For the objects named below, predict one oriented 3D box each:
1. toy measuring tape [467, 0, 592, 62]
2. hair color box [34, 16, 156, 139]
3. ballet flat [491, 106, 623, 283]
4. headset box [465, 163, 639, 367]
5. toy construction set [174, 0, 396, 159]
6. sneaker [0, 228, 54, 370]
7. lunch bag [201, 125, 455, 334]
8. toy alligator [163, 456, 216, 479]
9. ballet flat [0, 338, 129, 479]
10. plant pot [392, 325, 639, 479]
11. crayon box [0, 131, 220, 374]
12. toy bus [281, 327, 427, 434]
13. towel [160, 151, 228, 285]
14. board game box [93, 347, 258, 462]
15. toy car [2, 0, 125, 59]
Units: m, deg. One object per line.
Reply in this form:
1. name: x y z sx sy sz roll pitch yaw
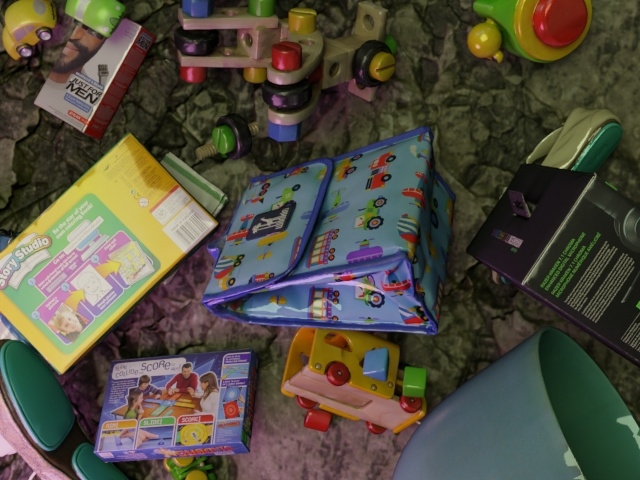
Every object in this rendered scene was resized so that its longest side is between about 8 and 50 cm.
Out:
1. toy measuring tape: 0.320 -0.310 1.241 0.330 0.121 0.121 -35 77 -9
2. hair color box: -0.314 -0.238 1.406 0.093 0.053 0.167 30 91 16
3. ballet flat: 0.272 -0.061 1.238 0.086 0.086 0.248 38 93 14
4. headset box: 0.311 0.039 1.081 0.283 0.246 0.131 33 93 -7
5. toy construction set: -0.040 -0.277 1.269 0.257 0.237 0.309 6 114 55
6. sneaker: -0.453 0.033 1.392 0.330 0.130 0.147 36 87 6
7. lunch bag: 0.000 0.000 1.231 0.293 0.138 0.221 -7 44 22
8. toy alligator: -0.155 0.321 1.320 0.051 0.056 0.190 -24 77 -30
9. ballet flat: -0.355 0.274 1.308 0.106 0.107 0.316 -28 100 24
10. plant pot: 0.222 0.277 1.116 0.235 0.293 0.293 -33 78 23
11. crayon box: -0.284 0.017 1.295 0.278 0.081 0.165 -44 91 -6
12. toy bus: 0.056 0.164 1.247 0.191 0.202 0.104 -3 54 21
13. towel: -0.208 -0.030 1.380 0.113 0.023 0.152 37 97 16
14. board game box: -0.185 0.213 1.311 0.201 0.035 0.136 -6 53 14
15. toy car: -0.343 -0.338 1.376 0.225 0.053 0.239 33 95 42
